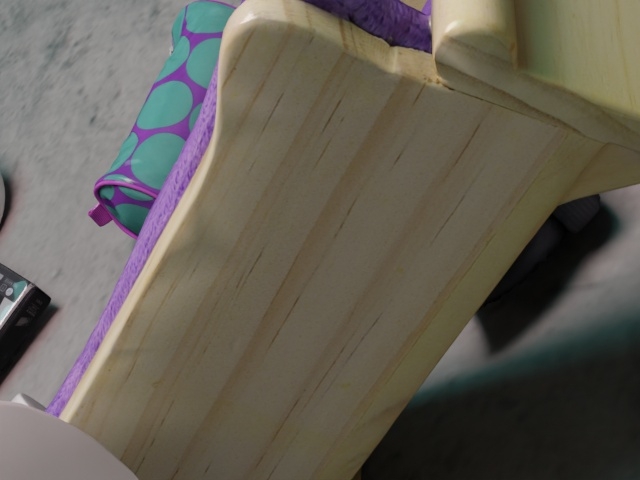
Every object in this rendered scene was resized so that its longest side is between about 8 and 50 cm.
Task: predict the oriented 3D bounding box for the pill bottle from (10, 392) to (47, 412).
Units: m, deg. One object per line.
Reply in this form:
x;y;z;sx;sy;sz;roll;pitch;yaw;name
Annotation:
-0.189;0.166;0.987;0.169;0.094;0.094;-49;33;-3;pill bottle

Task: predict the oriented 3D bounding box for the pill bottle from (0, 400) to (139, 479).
-0.238;0.225;0.730;0.407;0.229;0.229;-33;35;29;pill bottle

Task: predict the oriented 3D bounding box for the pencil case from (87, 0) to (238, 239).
-0.085;-0.073;1.154;0.070;0.064;0.152;3;55;31;pencil case

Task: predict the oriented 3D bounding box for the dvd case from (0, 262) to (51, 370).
-0.301;0.096;1.200;0.179;0.029;0.239;28;79;39;dvd case

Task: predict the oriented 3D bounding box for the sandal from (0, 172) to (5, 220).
-0.402;0.049;1.365;0.416;0.102;0.169;-18;55;18;sandal

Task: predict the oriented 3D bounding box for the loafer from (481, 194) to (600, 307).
0.025;-0.056;0.978;0.095;0.109;0.302;-51;35;1;loafer

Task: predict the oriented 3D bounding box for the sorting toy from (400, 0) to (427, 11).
0.128;-0.152;0.924;0.307;0.041;0.229;2;40;24;sorting toy

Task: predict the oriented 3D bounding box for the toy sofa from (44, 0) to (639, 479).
0.000;0.000;0.743;0.150;0.177;0.362;-86;19;-44;toy sofa
